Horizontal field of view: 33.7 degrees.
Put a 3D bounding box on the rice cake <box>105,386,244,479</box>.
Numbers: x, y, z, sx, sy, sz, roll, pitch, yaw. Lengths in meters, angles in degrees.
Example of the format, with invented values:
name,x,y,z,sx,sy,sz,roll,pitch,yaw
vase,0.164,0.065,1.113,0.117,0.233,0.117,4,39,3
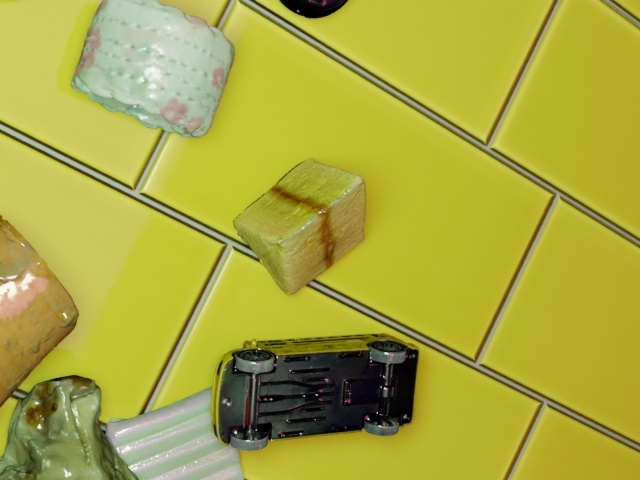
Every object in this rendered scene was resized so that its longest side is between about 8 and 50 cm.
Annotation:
name,x,y,z,sx,sy,sz,roll,pitch,yaw
rice cake,-0.222,0.329,1.608,0.198,0.037,0.189,-12,102,-21

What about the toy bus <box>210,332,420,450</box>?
name,x,y,z,sx,sy,sz,roll,pitch,yaw
toy bus,-0.018,0.221,1.618,0.331,0.151,0.145,-1,104,-25

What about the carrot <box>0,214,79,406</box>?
name,x,y,z,sx,sy,sz,roll,pitch,yaw
carrot,-0.492,0.145,1.373,0.341,0.224,0.224,-41,111,-19

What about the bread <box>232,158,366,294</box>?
name,x,y,z,sx,sy,sz,roll,pitch,yaw
bread,0.000,0.000,1.535,0.168,0.264,0.163,-38,108,-8

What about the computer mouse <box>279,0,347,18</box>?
name,x,y,z,sx,sy,sz,roll,pitch,yaw
computer mouse,-0.043,-0.435,1.545,0.137,0.096,0.233,-38,114,-9

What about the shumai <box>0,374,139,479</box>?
name,x,y,z,sx,sy,sz,roll,pitch,yaw
shumai,-0.323,0.316,1.462,0.261,0.225,0.222,29,86,-8

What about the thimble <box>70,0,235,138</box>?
name,x,y,z,sx,sy,sz,roll,pitch,yaw
thimble,-0.234,-0.240,1.451,0.211,0.185,0.149,19,87,10
